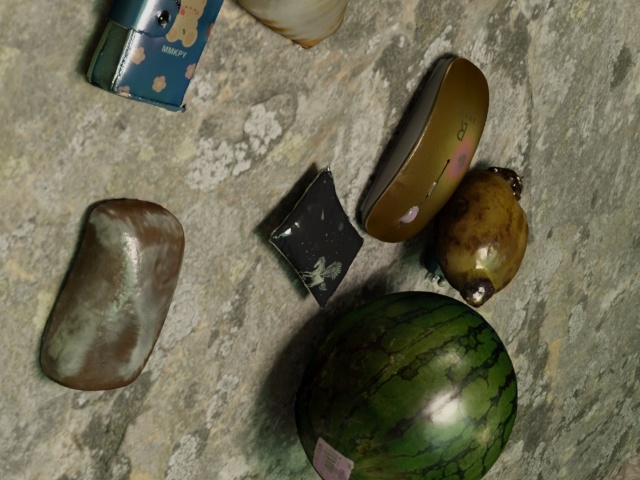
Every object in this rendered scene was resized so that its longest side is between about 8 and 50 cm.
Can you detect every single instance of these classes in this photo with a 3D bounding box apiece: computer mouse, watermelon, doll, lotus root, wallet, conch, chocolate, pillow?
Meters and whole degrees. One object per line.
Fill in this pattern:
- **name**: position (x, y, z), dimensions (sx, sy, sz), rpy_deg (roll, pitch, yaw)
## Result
- **computer mouse**: position (0.170, -0.133, 1.832), dimensions (0.158, 0.072, 0.310), rpy_deg (23, 97, -53)
- **watermelon**: position (0.137, 0.251, 1.846), dimensions (0.363, 0.363, 0.363), rpy_deg (-31, 136, -35)
- **doll**: position (0.209, 0.039, 2.023), dimensions (0.076, 0.050, 0.083), rpy_deg (-41, 146, 4)
- **lotus root**: position (0.257, -0.009, 1.923), dimensions (0.169, 0.141, 0.314), rpy_deg (59, 33, -29)
- **wallet**: position (-0.174, -0.249, 1.325), dimensions (0.141, 0.059, 0.202), rpy_deg (10, 107, -52)
- **conch**: position (-0.007, -0.314, 1.424), dimensions (0.158, 0.127, 0.255), rpy_deg (-58, 148, -6)
- **chocolate**: position (-0.240, 0.079, 1.461), dimensions (0.157, 0.080, 0.254), rpy_deg (6, 110, -53)
- **pillow**: position (0.000, 0.000, 1.727), dimensions (0.141, 0.055, 0.208), rpy_deg (-54, 146, -19)
